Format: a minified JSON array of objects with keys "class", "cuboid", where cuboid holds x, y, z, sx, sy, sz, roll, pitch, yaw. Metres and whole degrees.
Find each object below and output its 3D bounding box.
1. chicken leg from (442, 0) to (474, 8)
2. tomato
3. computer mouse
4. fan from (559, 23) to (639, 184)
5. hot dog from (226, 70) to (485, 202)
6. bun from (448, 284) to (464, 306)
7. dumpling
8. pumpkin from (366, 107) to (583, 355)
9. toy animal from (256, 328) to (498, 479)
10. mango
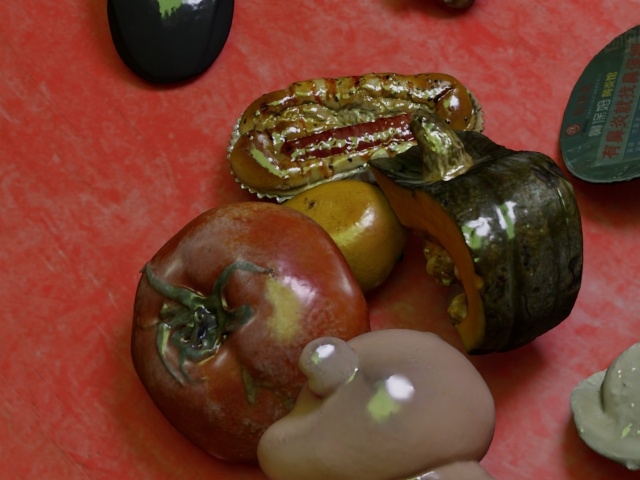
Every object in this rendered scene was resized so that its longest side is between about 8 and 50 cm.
[{"class":"chicken leg","cuboid":[0.098,-0.423,1.981,0.211,0.140,0.361,10,56,2]},{"class":"tomato","cuboid":[-0.076,0.078,1.678,0.237,0.095,0.237,-6,77,25]},{"class":"computer mouse","cuboid":[-0.155,-0.290,1.958,0.137,0.086,0.270,-2,57,4]},{"class":"fan","cuboid":[0.355,-0.160,1.802,0.294,0.012,0.223,-28,35,10]},{"class":"hot dog","cuboid":[0.033,-0.104,1.833,0.252,0.069,0.131,-10,59,-2]},{"class":"bun","cuboid":[0.158,0.051,1.733,0.086,0.055,0.086,-3,59,4]},{"class":"dumpling","cuboid":[0.303,0.152,1.633,0.150,0.092,0.176,-39,62,-20]},{"class":"pumpkin","cuboid":[0.144,-0.033,1.680,0.131,0.126,0.248,-19,59,-19]},{"class":"toy animal","cuboid":[0.070,0.200,1.565,0.221,0.210,0.229,31,100,30]},{"class":"mango","cuboid":[0.004,0.005,1.759,0.165,0.089,0.115,-23,60,-3]}]
